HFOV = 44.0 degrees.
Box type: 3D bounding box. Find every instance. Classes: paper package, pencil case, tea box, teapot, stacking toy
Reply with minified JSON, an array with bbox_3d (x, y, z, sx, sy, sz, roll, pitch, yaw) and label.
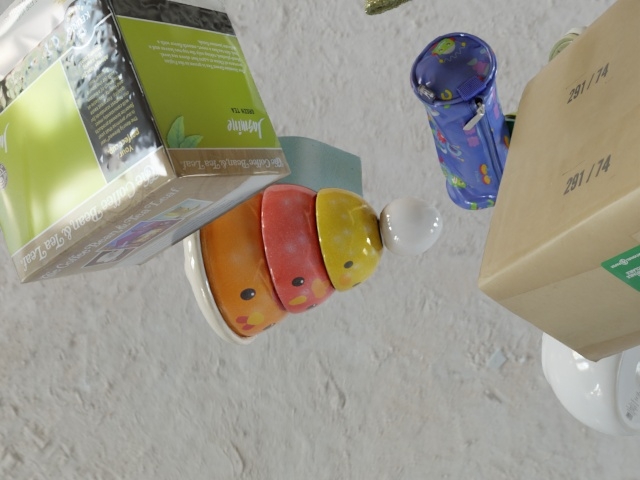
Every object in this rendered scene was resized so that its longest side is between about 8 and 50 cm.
[{"bbox_3d":[0.316,-0.085,0.725,0.168,0.325,0.309,27,59,-11],"label":"paper package"},{"bbox_3d":[0.219,-0.160,1.158,0.119,0.306,0.133,-29,54,3],"label":"pencil case"},{"bbox_3d":[-0.271,-0.156,1.043,0.220,0.329,0.323,-8,75,-55],"label":"tea box"},{"bbox_3d":[0.444,0.180,1.266,0.253,0.187,0.255,-20,111,-36],"label":"teapot"},{"bbox_3d":[0.000,0.000,1.566,0.480,0.350,0.350,-12,65,14],"label":"stacking toy"}]

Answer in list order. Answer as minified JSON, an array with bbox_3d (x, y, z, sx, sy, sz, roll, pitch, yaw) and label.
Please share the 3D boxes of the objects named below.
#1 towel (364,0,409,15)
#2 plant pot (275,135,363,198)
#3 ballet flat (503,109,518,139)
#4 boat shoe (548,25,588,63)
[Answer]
[{"bbox_3d":[0.127,-0.375,1.116,0.148,0.027,0.110,-18,49,20],"label":"towel"},{"bbox_3d":[-0.073,-0.100,1.864,0.252,0.247,0.247,26,40,-24],"label":"plant pot"},{"bbox_3d":[0.315,-0.178,1.228,0.077,0.231,0.077,42,84,-4],"label":"ballet flat"},{"bbox_3d":[0.508,-0.311,1.498,0.103,0.302,0.113,-39,62,-2],"label":"boat shoe"}]
